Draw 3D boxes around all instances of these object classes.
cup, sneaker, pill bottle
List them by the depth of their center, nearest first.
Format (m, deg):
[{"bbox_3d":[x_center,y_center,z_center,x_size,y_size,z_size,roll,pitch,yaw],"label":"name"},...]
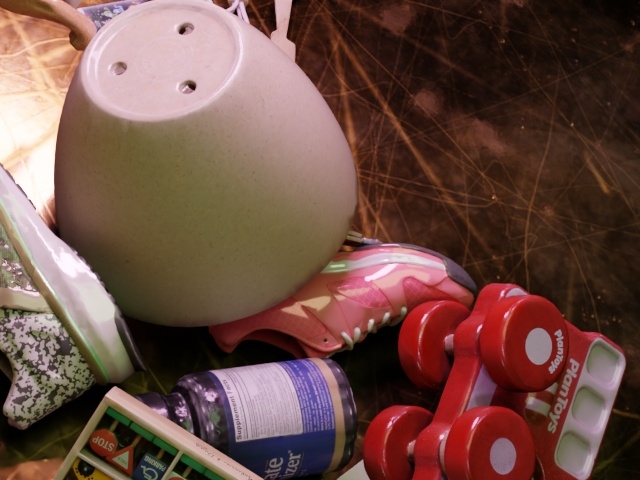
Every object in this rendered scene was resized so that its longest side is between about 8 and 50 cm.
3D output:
[{"bbox_3d":[-0.366,0.026,1.808,0.182,0.158,0.410,-39,73,-17],"label":"sneaker"},{"bbox_3d":[-0.083,0.190,1.811,0.219,0.123,0.123,-6,61,-24],"label":"pill bottle"},{"bbox_3d":[-0.137,-0.111,1.836,0.331,0.237,0.331,-5,52,6],"label":"cup"},{"bbox_3d":[0.018,0.080,1.947,0.314,0.116,0.136,4,68,-11],"label":"sneaker"}]

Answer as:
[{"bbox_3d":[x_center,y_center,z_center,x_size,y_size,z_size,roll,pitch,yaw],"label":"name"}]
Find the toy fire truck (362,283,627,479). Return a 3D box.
[{"bbox_3d":[0.204,0.204,1.873,0.254,0.169,0.302,32,67,-31],"label":"toy fire truck"}]

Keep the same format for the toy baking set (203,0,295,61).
[{"bbox_3d":[-0.114,-0.309,2.160,0.256,0.030,0.197,38,45,2],"label":"toy baking set"}]

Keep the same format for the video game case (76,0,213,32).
[{"bbox_3d":[-0.178,-0.209,2.093,0.173,0.022,0.190,-14,66,-29],"label":"video game case"}]

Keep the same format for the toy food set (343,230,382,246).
[{"bbox_3d":[0.000,0.000,1.973,0.078,0.122,0.019,25,72,-54],"label":"toy food set"}]

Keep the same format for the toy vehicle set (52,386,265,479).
[{"bbox_3d":[-0.133,0.281,1.716,0.267,0.166,0.035,32,13,1],"label":"toy vehicle set"}]

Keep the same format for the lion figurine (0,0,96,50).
[{"bbox_3d":[-0.399,-0.284,1.878,0.240,0.392,0.142,44,45,-32],"label":"lion figurine"}]

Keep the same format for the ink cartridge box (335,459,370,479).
[{"bbox_3d":[0.046,0.323,1.820,0.235,0.056,0.171,-34,75,-32],"label":"ink cartridge box"}]
